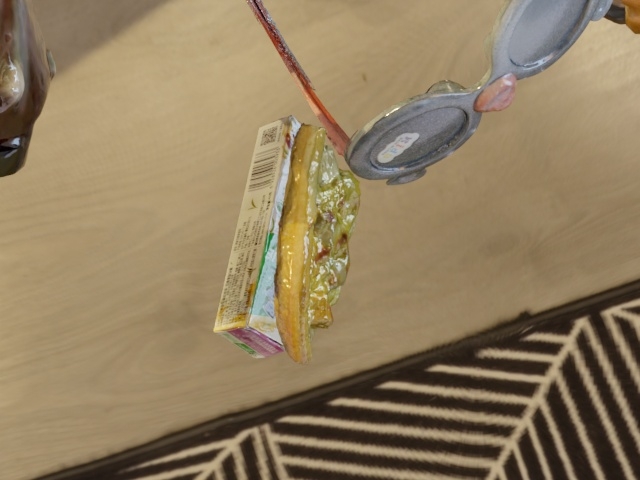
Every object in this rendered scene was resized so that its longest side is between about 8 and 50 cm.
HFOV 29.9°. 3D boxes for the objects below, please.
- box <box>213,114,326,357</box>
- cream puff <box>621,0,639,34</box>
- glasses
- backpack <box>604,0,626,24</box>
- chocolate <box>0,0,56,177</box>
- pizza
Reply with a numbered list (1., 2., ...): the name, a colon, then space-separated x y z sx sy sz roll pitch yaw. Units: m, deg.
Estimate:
1. box: -0.039 -0.006 0.977 0.041 0.050 0.207 -17 50 37
2. cream puff: 0.275 -0.099 0.442 0.343 0.231 0.327 16 71 -10
3. glasses: 0.061 -0.200 0.906 0.234 0.118 0.268 -42 63 19
4. backpack: 0.282 -0.284 0.935 0.229 0.229 0.139 5 42 8
5. chocolate: -0.350 -0.165 0.907 0.225 0.340 0.210 18 107 26
6. pizza: 0.001 0.000 0.794 0.036 0.099 0.160 13 106 21
